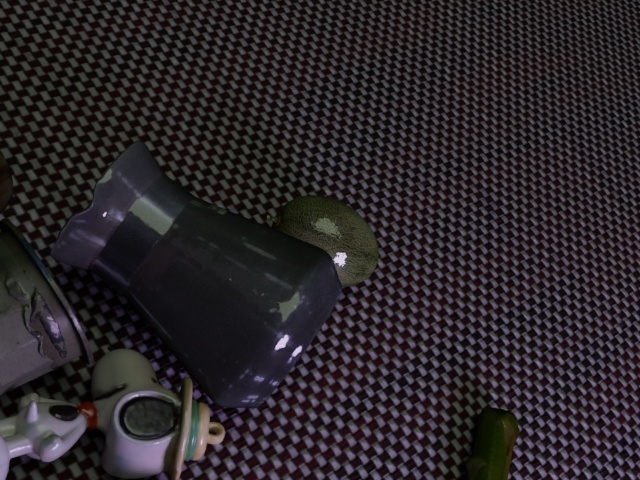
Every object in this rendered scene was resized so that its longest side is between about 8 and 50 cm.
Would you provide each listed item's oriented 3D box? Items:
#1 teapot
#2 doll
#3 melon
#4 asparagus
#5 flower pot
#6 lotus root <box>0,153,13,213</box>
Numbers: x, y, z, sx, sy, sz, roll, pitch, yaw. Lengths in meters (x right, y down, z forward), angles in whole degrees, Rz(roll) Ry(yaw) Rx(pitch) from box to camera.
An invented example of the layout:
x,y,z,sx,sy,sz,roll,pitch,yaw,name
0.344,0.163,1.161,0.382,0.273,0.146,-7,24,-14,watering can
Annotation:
x,y,z,sx,sy,sz,roll,pitch,yaw,name
-0.164,0.041,1.371,0.344,0.300,0.253,38,93,-3,teapot
-0.278,0.247,1.247,0.208,0.144,0.271,36,42,26,doll
0.000,0.000,1.550,0.192,0.139,0.139,24,50,-17,melon
0.246,0.370,1.481,0.067,0.060,0.278,32,49,-19,asparagus
-0.411,0.116,1.215,0.202,0.212,0.212,-36,79,-19,flower pot
-0.573,-0.067,1.224,0.250,0.250,0.346,48,49,8,lotus root
